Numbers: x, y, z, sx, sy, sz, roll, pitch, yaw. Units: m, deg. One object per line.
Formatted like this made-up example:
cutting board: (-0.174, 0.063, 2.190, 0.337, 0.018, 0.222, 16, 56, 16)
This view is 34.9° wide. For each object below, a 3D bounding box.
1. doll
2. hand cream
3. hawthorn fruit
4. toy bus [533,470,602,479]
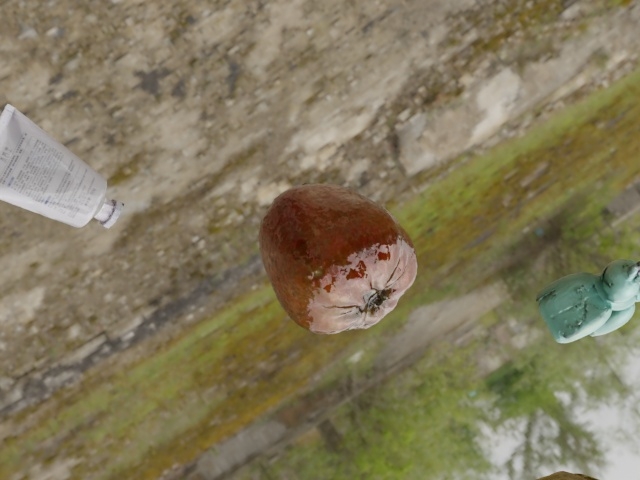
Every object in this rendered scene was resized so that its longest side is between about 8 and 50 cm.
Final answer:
doll: (0.291, 0.037, 0.927, 0.158, 0.059, 0.159, -35, 159, 35)
hand cream: (-0.251, -0.056, 0.954, 0.053, 0.142, 0.084, 4, -113, 58)
hawthorn fruit: (0.000, 0.000, 1.078, 0.162, 0.203, 0.163, -29, 144, -23)
toy bus: (0.117, 0.280, 0.502, 0.121, 0.336, 0.123, -9, -172, -28)
